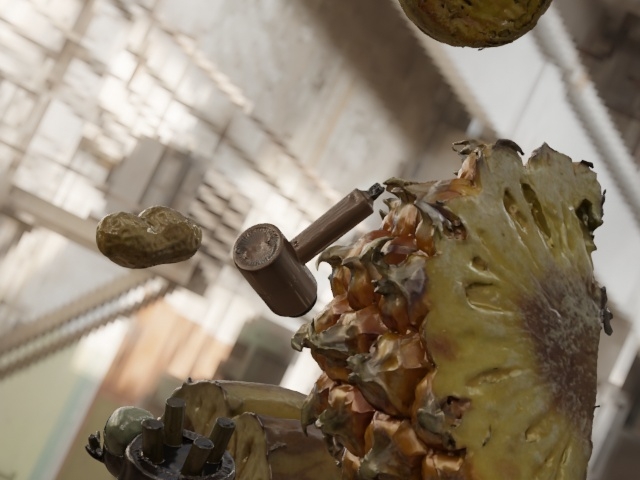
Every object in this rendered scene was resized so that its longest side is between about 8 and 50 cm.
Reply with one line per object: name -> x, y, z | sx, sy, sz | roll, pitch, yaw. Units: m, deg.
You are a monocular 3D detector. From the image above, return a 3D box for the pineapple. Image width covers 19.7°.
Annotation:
pineapple -> 0.039, 0.095, 1.325 | 0.209, 0.344, 0.286 | 27, -37, -27

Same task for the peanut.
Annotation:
peanut -> -0.146, -0.003, 1.565 | 0.054, 0.054, 0.113 | 19, 15, 38

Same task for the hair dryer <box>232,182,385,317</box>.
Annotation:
hair dryer -> 0.000, 0.000, 2.021 | 0.064, 0.182, 0.117 | 52, -1, 41

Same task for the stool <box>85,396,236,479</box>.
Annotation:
stool -> -0.174, 0.238, 2.048 | 0.125, 0.121, 0.217 | -9, 29, -40

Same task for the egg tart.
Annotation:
egg tart -> 0.205, -0.363, 2.409 | 0.234, 0.234, 0.094 | 29, 22, -26

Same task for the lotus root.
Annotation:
lotus root -> -0.062, 0.307, 2.425 | 0.250, 0.316, 0.316 | -2, 7, -30
